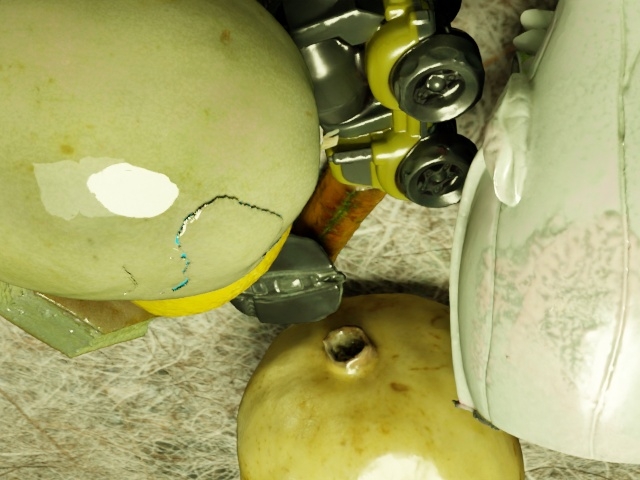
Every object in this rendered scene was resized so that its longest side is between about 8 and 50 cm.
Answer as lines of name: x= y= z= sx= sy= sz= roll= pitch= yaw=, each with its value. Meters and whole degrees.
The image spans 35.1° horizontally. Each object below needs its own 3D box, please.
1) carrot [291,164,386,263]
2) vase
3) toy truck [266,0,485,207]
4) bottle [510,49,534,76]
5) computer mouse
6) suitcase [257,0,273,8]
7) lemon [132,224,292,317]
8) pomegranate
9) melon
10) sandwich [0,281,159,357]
carrot: x=0.000 y=0.000 z=1.077 sx=0.066 sy=0.066 sz=0.314 roll=15 pitch=140 yaw=-14
vase: x=0.228 y=-0.070 z=0.742 sx=0.249 sy=0.250 sz=0.446 roll=4 pitch=104 yaw=-2
toy truck: x=0.045 y=-0.127 z=0.853 sx=0.165 sy=0.147 sz=0.224 roll=-9 pitch=141 yaw=1
bottle: x=0.337 y=-0.127 z=0.888 sx=0.330 sy=0.093 sz=0.093 roll=-1 pitch=138 yaw=4
computer mouse: x=-0.057 y=0.038 z=1.062 sx=0.192 sy=0.062 sz=0.106 roll=3 pitch=117 yaw=47
suitcase: x=-0.060 y=-0.210 z=0.843 sx=0.086 sy=0.059 sz=0.126 roll=-4 pitch=138 yaw=9
lemon: x=-0.120 y=-0.032 z=0.951 sx=0.188 sy=0.188 sz=0.257 roll=25 pitch=127 yaw=-22
pomegranate: x=0.073 y=0.212 z=1.120 sx=0.332 sy=0.333 sz=0.333 roll=2 pitch=138 yaw=1
melon: x=-0.151 y=-0.088 z=0.725 sx=0.330 sy=0.269 sz=0.268 roll=9 pitch=138 yaw=-4
sandwich: x=-0.288 y=0.061 z=1.136 sx=0.258 sy=0.096 sz=0.094 roll=36 pitch=134 yaw=-28
